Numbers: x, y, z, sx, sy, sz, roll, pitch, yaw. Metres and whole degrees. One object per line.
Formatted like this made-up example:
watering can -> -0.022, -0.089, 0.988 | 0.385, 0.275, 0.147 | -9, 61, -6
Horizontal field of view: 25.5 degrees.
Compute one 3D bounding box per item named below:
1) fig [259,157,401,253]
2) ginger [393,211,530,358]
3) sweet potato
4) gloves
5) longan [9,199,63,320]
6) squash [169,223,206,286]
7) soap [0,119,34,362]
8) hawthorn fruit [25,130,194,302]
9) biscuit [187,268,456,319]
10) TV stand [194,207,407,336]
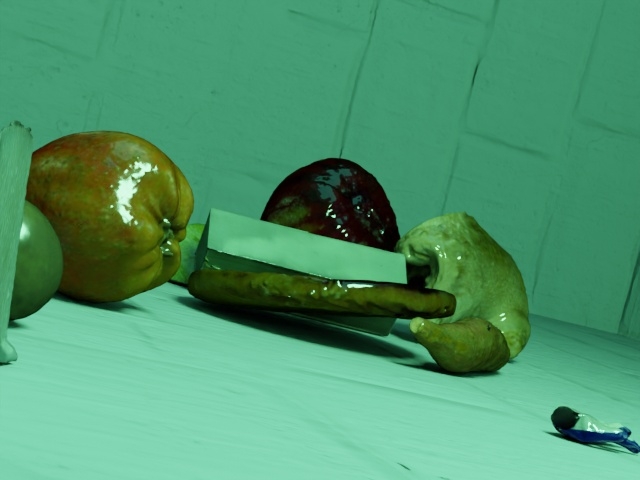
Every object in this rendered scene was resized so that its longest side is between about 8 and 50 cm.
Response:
fig -> 0.010, -0.004, 2.046 | 0.224, 0.224, 0.263 | 14, 0, -19
ginger -> 0.205, 0.073, 1.974 | 0.130, 0.221, 0.275 | -27, -5, 32
sweet potato -> 0.183, 0.121, 1.653 | 0.072, 0.066, 0.314 | -30, -16, 19
gloves -> 0.250, 0.172, 1.274 | 0.086, 0.026, 0.064 | 19, -1, -39
longan -> -0.249, 0.017, 1.076 | 0.106, 0.106, 0.119 | 14, -41, 0
squash -> -0.139, 0.026, 1.931 | 0.184, 0.085, 0.192 | 14, 3, 30
soap -> -0.311, -0.023, 0.780 | 0.302, 0.159, 0.258 | 13, 4, -7
hawthorn fruit -> -0.219, -0.021, 1.384 | 0.189, 0.189, 0.189 | 14, 1, 0
biscuit -> 0.001, 0.067, 1.651 | 0.317, 0.040, 0.318 | 5, -4, 0
TV stand -> -0.027, 0.042, 1.846 | 0.269, 0.083, 0.088 | 15, 39, -11
